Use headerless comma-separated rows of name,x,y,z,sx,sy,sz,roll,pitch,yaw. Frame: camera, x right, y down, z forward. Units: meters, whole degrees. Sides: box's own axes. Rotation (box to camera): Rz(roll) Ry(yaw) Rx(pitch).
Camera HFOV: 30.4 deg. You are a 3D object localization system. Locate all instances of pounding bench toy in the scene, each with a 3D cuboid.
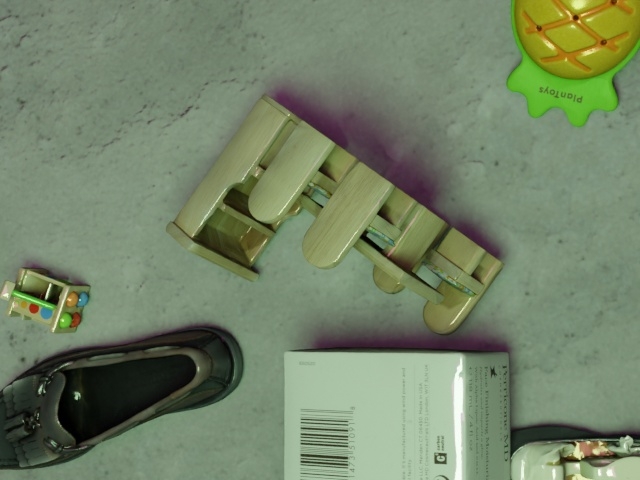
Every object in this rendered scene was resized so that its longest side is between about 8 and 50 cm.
pounding bench toy,-0.281,0.062,1.196,0.065,0.083,0.052,19,92,14

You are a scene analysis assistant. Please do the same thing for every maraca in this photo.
maraca,0.236,-0.196,1.084,0.127,0.099,0.185,15,117,15

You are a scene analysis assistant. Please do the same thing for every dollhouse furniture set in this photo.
dollhouse furniture set,0.000,0.000,1.075,0.242,0.212,0.161,39,95,38

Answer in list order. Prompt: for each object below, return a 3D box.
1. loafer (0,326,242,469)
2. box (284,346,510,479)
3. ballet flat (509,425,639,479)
loafer,-0.230,0.156,1.174,0.303,0.095,0.109,-20,83,12
box,0.070,0.188,1.072,0.182,0.119,0.180,-2,86,27
ballet flat,0.237,0.206,1.076,0.203,0.074,0.074,-2,87,13
